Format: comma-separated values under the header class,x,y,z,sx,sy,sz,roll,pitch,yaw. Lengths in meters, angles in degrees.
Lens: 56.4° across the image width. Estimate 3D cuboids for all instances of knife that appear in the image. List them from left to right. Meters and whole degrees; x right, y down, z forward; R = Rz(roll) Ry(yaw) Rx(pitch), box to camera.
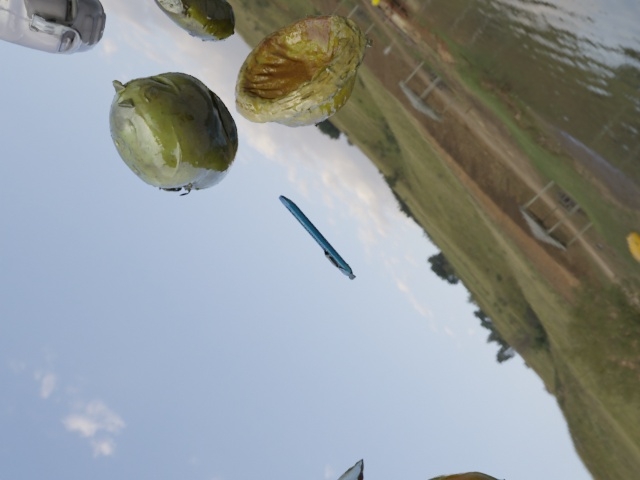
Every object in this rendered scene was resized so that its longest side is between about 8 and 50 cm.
class,x,y,z,sx,sy,sz,roll,pitch,yaw
knife,-0.002,0.002,1.190,0.044,0.026,0.296,41,175,48

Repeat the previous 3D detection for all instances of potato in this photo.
class,x,y,z,sx,sy,sz,roll,pitch,yaw
potato,-0.198,-0.149,0.842,0.248,0.143,0.170,-44,-50,-77
potato,-0.298,-0.541,1.389,0.251,0.113,0.149,0,-129,-57

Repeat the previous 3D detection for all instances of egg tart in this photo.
class,x,y,z,sx,sy,sz,roll,pitch,yaw
egg tart,-0.042,-0.419,1.531,0.169,0.387,0.388,56,-176,-44

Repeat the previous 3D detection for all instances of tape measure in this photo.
class,x,y,z,sx,sy,sz,roll,pitch,yaw
tape measure,-0.420,-0.341,0.866,0.236,0.120,0.197,24,-158,6

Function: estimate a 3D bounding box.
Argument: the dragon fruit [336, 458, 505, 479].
class,x,y,z,sx,sy,sz,roll,pitch,yaw
dragon fruit,0.099,0.326,0.487,0.290,0.291,0.189,44,-160,6
